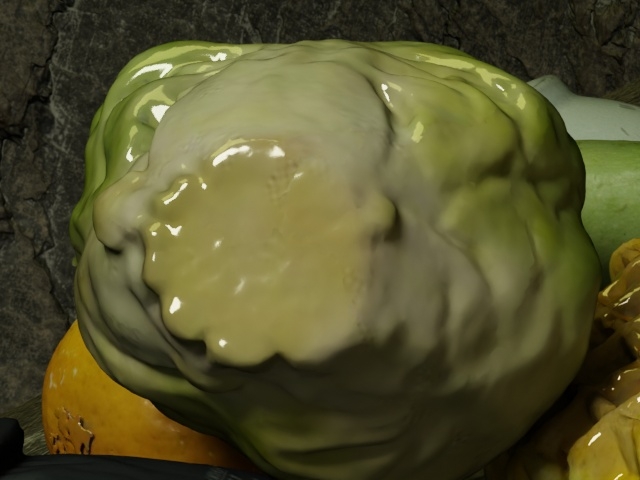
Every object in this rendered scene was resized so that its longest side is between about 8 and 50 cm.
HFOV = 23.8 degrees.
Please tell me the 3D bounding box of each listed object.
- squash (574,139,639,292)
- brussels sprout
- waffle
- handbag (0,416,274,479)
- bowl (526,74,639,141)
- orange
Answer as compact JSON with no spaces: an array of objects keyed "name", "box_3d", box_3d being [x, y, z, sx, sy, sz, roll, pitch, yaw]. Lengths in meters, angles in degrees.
[{"name":"squash","box_3d":[0.101,-0.010,1.041,0.370,0.118,0.118,-2,6,0]},{"name":"brussels sprout","box_3d":[0.010,0.004,0.796,0.243,0.273,0.316,-66,17,4]},{"name":"waffle","box_3d":[0.222,0.047,0.828,0.329,0.062,0.329,-34,10,7]},{"name":"handbag","box_3d":[-0.145,0.165,0.609,0.275,0.178,0.302,3,3,3]},{"name":"bowl","box_3d":[0.155,-0.014,1.273,0.434,0.196,0.435,-26,5,3]},{"name":"orange","box_3d":[-0.074,0.114,1.003,0.219,0.193,0.219,19,2,-1]}]
